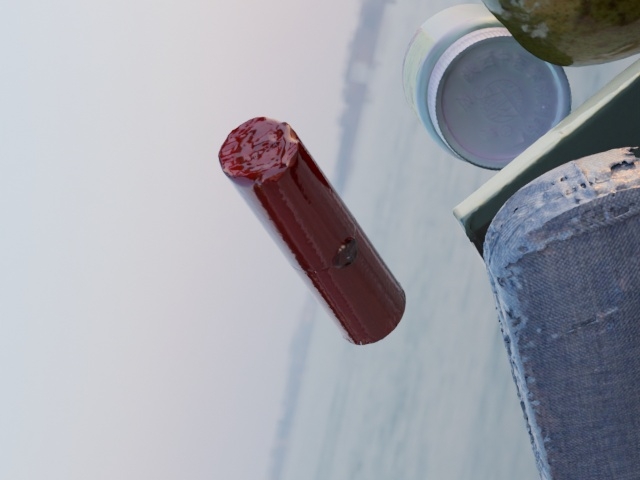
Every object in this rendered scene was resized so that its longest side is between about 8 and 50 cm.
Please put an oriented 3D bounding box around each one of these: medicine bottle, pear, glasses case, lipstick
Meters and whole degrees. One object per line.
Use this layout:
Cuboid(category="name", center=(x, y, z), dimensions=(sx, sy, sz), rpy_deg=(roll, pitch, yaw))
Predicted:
Cuboid(category="medicine bottle", center=(0.153, -0.144, 1.458), dimensions=(0.225, 0.139, 0.139), rpy_deg=(-103, 25, -77))
Cuboid(category="pear", center=(0.228, -0.255, 1.263), dimensions=(0.211, 0.228, 0.188), rpy_deg=(-26, 38, 37))
Cuboid(category="glasses case", center=(0.151, 0.080, 0.743), dimensions=(0.067, 0.109, 0.282), rpy_deg=(-107, -2, -56))
Cuboid(category="lipstick", center=(0.000, -0.001, 1.308), dimensions=(0.279, 0.073, 0.073), rpy_deg=(54, -138, -53))

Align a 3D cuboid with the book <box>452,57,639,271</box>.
Cuboid(category="book", center=(0.300, -0.042, 1.258), dimensions=(0.379, 0.264, 0.031), rpy_deg=(-40, 32, -9))
